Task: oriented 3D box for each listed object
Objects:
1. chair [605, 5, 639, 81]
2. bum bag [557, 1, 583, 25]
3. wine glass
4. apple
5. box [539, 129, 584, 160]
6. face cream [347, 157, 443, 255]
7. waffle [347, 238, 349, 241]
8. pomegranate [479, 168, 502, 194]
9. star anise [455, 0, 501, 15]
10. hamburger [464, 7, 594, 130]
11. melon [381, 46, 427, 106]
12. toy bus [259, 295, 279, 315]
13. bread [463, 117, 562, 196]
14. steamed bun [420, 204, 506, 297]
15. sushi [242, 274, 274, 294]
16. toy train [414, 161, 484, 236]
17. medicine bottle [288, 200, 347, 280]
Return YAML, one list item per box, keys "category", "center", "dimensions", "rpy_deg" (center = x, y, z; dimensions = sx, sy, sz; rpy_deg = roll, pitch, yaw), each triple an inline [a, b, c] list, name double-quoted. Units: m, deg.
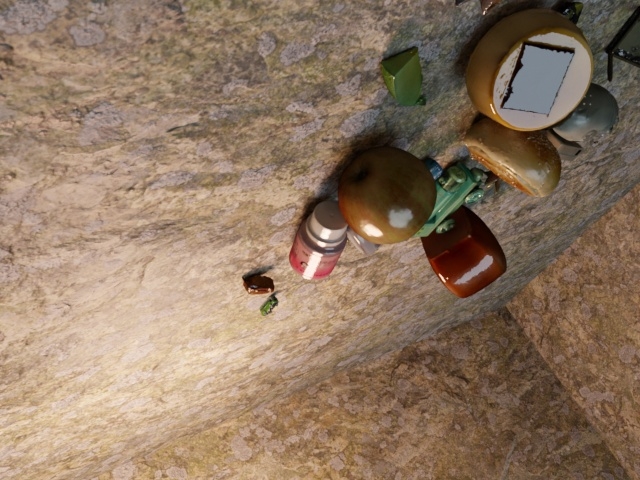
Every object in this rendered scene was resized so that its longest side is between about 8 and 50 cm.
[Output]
- category: "chair"
  center: [0.936, -0.566, 1.932]
  dimensions: [0.188, 0.167, 0.272]
  rpy_deg: [115, -3, -51]
- category: "bum bag"
  center: [0.568, -0.504, 1.698]
  dimensions: [0.232, 0.060, 0.107]
  rpy_deg: [-43, 153, 26]
- category: "wine glass"
  center: [0.742, -0.392, 1.995]
  dimensions: [0.357, 0.190, 0.190]
  rpy_deg: [4, 139, -47]
- category: "apple"
  center: [0.164, -0.121, 1.748]
  dimensions: [0.257, 0.256, 0.234]
  rpy_deg: [-41, 125, 21]
- category: "box"
  center: [0.758, -0.328, 2.194]
  dimensions: [0.201, 0.141, 0.058]
  rpy_deg: [-3, 139, -51]
- category: "face cream"
  center: [0.221, -0.108, 1.967]
  dimensions: [0.337, 0.080, 0.163]
  rpy_deg: [-44, 142, -6]
- category: "waffle"
  center: [0.044, -0.012, 2.039]
  dimensions: [0.085, 0.078, 0.016]
  rpy_deg: [34, 68, -59]
- category: "pomegranate"
  center: [0.596, -0.243, 2.160]
  dimensions: [0.191, 0.131, 0.152]
  rpy_deg: [-50, 148, 12]
- category: "star anise"
  center: [0.361, -0.568, 1.246]
  dimensions: [0.332, 0.117, 0.331]
  rpy_deg: [-33, 154, -18]
- category: "hamburger"
  center: [0.494, -0.403, 1.605]
  dimensions: [0.301, 0.176, 0.300]
  rpy_deg: [-5, 128, -7]
- category: "melon"
  center: [0.203, -0.370, 1.559]
  dimensions: [0.114, 0.053, 0.262]
  rpy_deg: [-54, 158, 5]
- category: "toy bus"
  center: [-0.173, 0.221, 2.269]
  dimensions: [0.031, 0.037, 0.083]
  rpy_deg: [-6, 146, -44]
- category: "bread"
  center: [0.551, -0.250, 1.913]
  dimensions: [0.158, 0.306, 0.306]
  rpy_deg: [-56, 152, 9]
- category: "steamed bun"
  center: [0.505, 0.047, 2.350]
  dimensions: [0.235, 0.248, 0.379]
  rpy_deg: [-37, -164, 14]
- category: "sushi"
  center: [-0.189, 0.132, 2.052]
  dimensions: [0.120, 0.055, 0.052]
  rpy_deg: [-1, 154, -34]
- category: "toy train"
  center: [0.389, -0.127, 2.173]
  dimensions: [0.194, 0.120, 0.298]
  rpy_deg: [-4, 145, -39]
- category: "medicine bottle"
  center: [0.000, 0.000, 1.905]
  dimensions: [0.147, 0.147, 0.247]
  rpy_deg: [-19, 154, -27]
